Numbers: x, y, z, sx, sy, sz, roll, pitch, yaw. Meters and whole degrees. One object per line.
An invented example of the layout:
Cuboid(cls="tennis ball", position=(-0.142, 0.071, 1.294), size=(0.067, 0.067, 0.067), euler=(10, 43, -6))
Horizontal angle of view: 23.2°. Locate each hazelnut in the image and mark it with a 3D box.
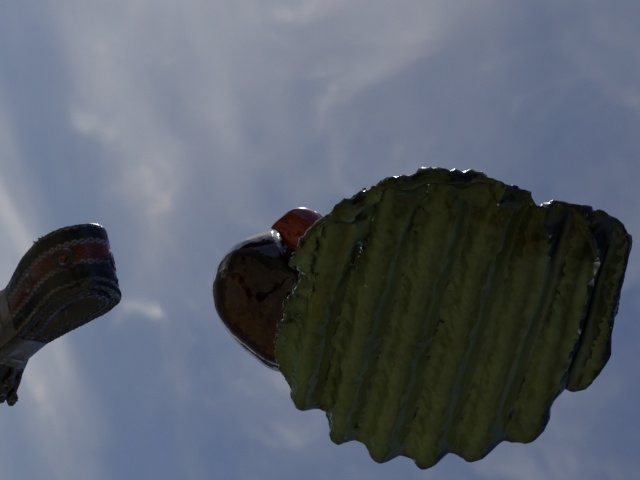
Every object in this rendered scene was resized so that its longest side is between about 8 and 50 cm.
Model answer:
Cuboid(cls="hazelnut", position=(-0.048, 0.082, 2.271), size=(0.229, 0.229, 0.229), euler=(35, -48, 52))

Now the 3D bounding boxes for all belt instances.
Cuboid(cls="belt", position=(-0.361, 0.099, 1.859), size=(0.359, 0.126, 0.094), euler=(-39, -133, 38))

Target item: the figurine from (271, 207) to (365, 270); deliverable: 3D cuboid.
Cuboid(cls="figurine", position=(0.000, 0.000, 2.183), size=(0.140, 0.075, 0.068), euler=(20, -71, 17))

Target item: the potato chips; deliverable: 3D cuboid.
Cuboid(cls="potato chips", position=(0.135, 0.091, 1.666), size=(0.070, 0.358, 0.429), euler=(-83, -175, -50))
